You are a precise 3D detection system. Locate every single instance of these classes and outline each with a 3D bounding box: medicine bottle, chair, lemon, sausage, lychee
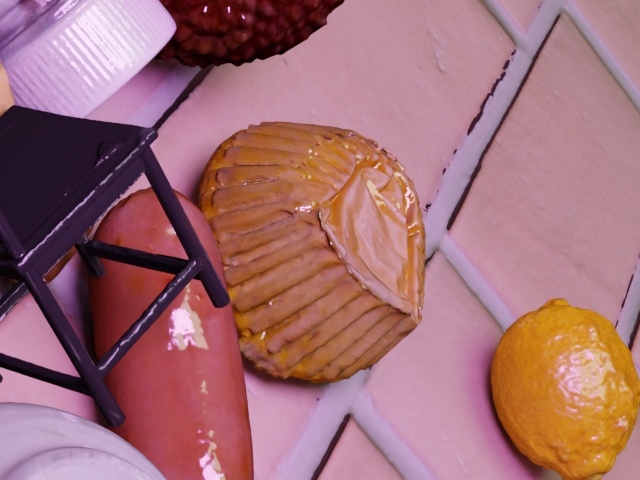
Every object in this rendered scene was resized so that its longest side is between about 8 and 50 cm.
[{"bbox_3d":[-0.248,-0.214,1.190,0.273,0.165,0.165,51,36,-14],"label":"medicine bottle"},{"bbox_3d":[-0.191,-0.025,1.028,0.141,0.154,0.260,-49,133,-31],"label":"chair"},{"bbox_3d":[0.238,0.147,1.556,0.142,0.142,0.187,13,59,-47],"label":"lemon"},{"bbox_3d":[-0.112,0.082,1.192,0.113,0.113,0.259,15,54,-45],"label":"sausage"},{"bbox_3d":[-0.086,-0.270,1.331,0.264,0.264,0.300,47,0,-18],"label":"lychee"}]

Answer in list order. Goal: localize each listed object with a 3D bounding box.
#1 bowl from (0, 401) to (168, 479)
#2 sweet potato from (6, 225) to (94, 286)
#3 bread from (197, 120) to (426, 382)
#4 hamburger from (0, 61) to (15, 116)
[{"bbox_3d":[-0.175,0.232,0.976,0.307,0.163,0.307,27,48,-35],"label":"bowl"},{"bbox_3d":[-0.195,-0.026,1.221,0.056,0.056,0.195,42,34,-24],"label":"sweet potato"},{"bbox_3d":[-0.002,0.000,1.364,0.240,0.139,0.240,35,39,-35],"label":"bread"},{"bbox_3d":[-0.287,-0.109,1.089,0.208,0.155,0.135,50,40,-27],"label":"hamburger"}]
